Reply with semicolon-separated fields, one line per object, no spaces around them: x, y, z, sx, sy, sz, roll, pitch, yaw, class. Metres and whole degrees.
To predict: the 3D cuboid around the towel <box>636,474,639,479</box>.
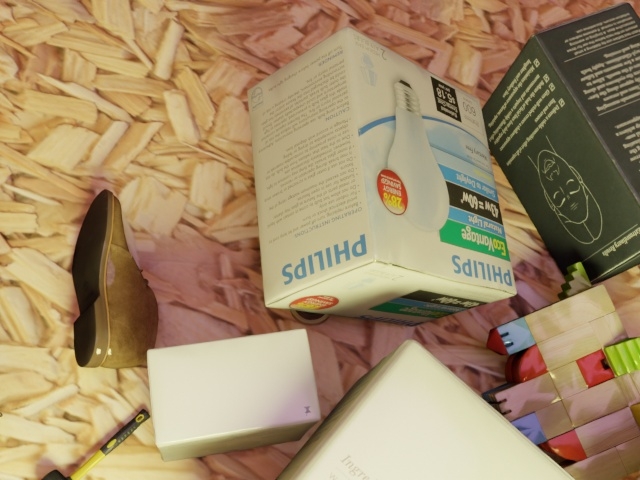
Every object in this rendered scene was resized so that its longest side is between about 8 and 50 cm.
0.446;0.458;1.058;0.053;0.317;0.331;20;31;40;towel

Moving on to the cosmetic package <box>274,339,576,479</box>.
0.087;0.409;1.031;0.327;0.329;0.394;41;70;6;cosmetic package

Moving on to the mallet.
-0.346;0.324;1.152;0.062;0.039;0.190;37;64;7;mallet

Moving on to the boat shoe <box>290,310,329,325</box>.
0.000;0.000;1.295;0.102;0.092;0.285;10;69;-6;boat shoe

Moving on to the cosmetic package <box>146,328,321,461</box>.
-0.133;0.233;1.116;0.224;0.225;0.138;-6;71;-12;cosmetic package

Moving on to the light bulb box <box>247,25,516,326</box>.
0.096;-0.075;1.189;0.358;0.225;0.361;13;63;-44;light bulb box

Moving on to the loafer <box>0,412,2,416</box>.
-0.570;0.130;1.129;0.130;0.134;0.366;-32;78;-18;loafer

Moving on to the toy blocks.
0.394;0.256;1.239;0.260;0.191;0.381;-21;81;-4;toy blocks

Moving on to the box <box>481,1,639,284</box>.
0.493;-0.153;1.328;0.212;0.293;0.395;-22;75;-16;box

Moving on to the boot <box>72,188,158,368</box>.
-0.333;0.063;1.232;0.115;0.112;0.305;12;60;-37;boot
